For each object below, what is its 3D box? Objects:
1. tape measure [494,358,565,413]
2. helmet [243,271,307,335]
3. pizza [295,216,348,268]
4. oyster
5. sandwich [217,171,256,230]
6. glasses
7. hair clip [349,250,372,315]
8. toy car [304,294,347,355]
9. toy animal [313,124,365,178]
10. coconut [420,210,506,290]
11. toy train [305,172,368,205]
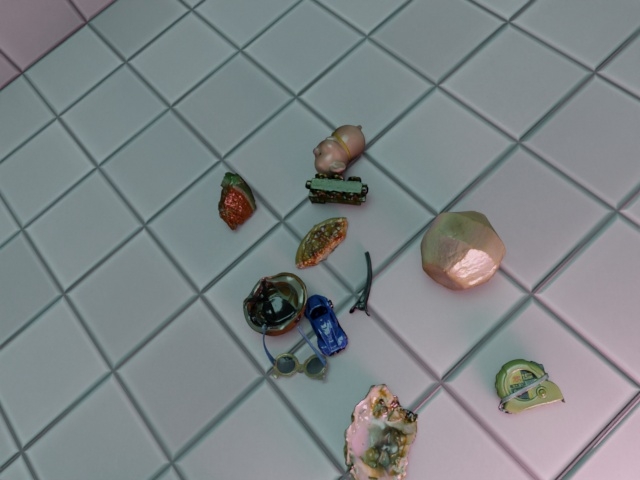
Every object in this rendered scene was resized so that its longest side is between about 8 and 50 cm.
[{"bbox_3d":[0.586,0.420,1.600,0.177,0.087,0.154,-20,75,6],"label":"tape measure"},{"bbox_3d":[-0.142,0.223,1.843,0.224,0.130,0.198,-41,65,-15],"label":"helmet"},{"bbox_3d":[0.000,0.000,1.950,0.246,0.058,0.127,-35,64,-1],"label":"pizza"},{"bbox_3d":[0.159,0.607,1.624,0.201,0.107,0.355,22,59,1],"label":"oyster"},{"bbox_3d":[-0.323,-0.151,2.029,0.109,0.185,0.160,34,74,32],"label":"sandwich"},{"bbox_3d":[-0.084,0.333,1.751,0.189,0.221,0.088,-2,31,20],"label":"glasses"},{"bbox_3d":[0.152,0.143,1.866,0.070,0.039,0.230,6,63,15],"label":"hair clip"},{"bbox_3d":[0.012,0.271,1.820,0.103,0.063,0.216,-27,63,1],"label":"toy car"},{"bbox_3d":[0.070,-0.334,2.035,0.149,0.165,0.248,32,69,5],"label":"toy animal"},{"bbox_3d":[0.444,0.020,1.738,0.259,0.259,0.259,-5,65,11],"label":"coconut"},{"bbox_3d":[0.062,-0.176,1.973,0.225,0.137,0.090,7,75,12],"label":"toy train"}]
